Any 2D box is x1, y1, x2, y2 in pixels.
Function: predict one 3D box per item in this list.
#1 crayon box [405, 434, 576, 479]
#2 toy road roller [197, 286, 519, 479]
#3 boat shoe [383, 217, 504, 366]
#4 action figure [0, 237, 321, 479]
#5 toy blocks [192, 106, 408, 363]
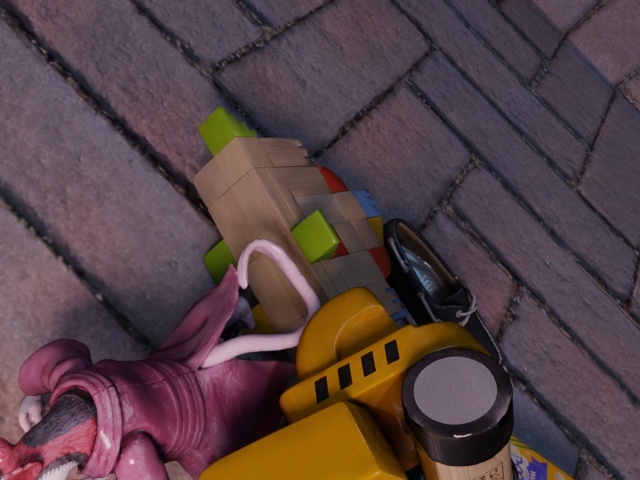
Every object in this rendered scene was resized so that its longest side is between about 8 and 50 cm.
[{"bbox_3d":[0.259,0.374,0.980,0.323,0.083,0.203,36,38,0],"label":"crayon box"},{"bbox_3d":[0.023,0.195,0.734,0.330,0.202,0.240,-26,42,-10],"label":"toy road roller"},{"bbox_3d":[0.186,0.096,1.171,0.302,0.091,0.114,44,42,-3],"label":"boat shoe"},{"bbox_3d":[-0.143,0.164,0.706,0.248,0.275,0.370,48,16,17],"label":"action figure"},{"bbox_3d":[0.000,0.000,1.055,0.261,0.191,0.381,-11,67,-57],"label":"toy blocks"}]
